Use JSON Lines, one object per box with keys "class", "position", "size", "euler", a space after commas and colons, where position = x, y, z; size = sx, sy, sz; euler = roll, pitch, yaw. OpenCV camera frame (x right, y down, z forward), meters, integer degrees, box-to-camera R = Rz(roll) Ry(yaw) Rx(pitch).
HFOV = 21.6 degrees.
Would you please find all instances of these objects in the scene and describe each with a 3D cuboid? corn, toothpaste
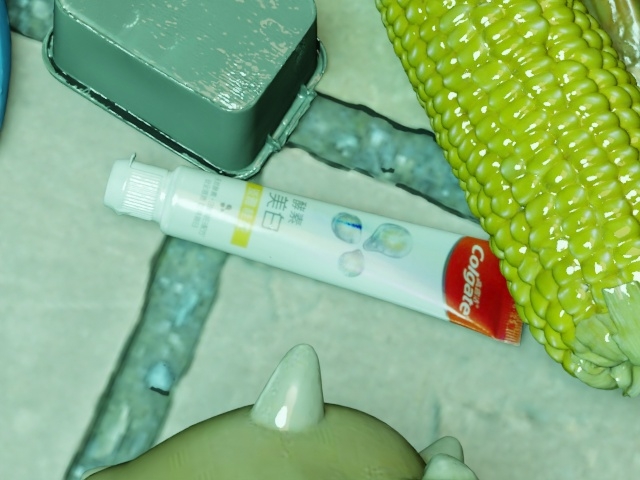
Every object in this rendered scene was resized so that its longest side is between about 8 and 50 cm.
{"class": "corn", "position": [0.092, -0.056, 0.723], "size": [0.091, 0.091, 0.260], "euler": [-3, 63, -49]}
{"class": "toothpaste", "position": [0.000, 0.000, 0.732], "size": [0.190, 0.031, 0.048], "euler": [15, 61, -3]}

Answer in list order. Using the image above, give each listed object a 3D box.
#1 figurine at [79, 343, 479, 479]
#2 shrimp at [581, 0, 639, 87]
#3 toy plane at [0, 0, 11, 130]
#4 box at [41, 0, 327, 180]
{"class": "figurine", "position": [-0.038, 0.159, 0.618], "size": [0.177, 0.247, 0.173], "euler": [15, 33, -25]}
{"class": "shrimp", "position": [0.174, -0.103, 0.764], "size": [0.267, 0.061, 0.145], "euler": [42, 82, 7]}
{"class": "toy plane", "position": [-0.178, -0.168, 0.707], "size": [0.254, 0.105, 0.271], "euler": [-10, 89, 16]}
{"class": "box", "position": [-0.059, -0.091, 0.733], "size": [0.122, 0.069, 0.084], "euler": [31, 75, 4]}
